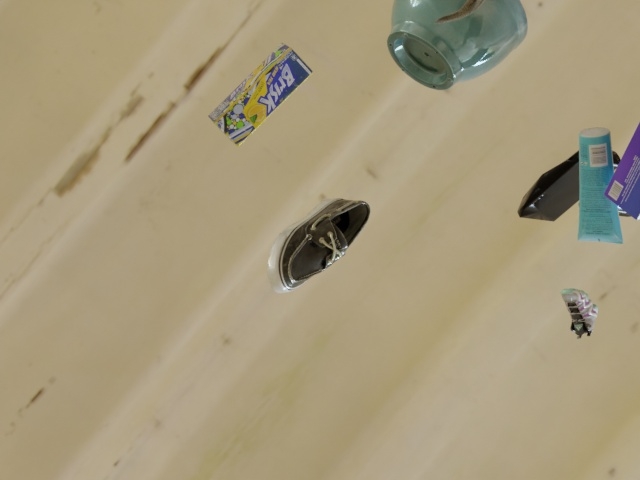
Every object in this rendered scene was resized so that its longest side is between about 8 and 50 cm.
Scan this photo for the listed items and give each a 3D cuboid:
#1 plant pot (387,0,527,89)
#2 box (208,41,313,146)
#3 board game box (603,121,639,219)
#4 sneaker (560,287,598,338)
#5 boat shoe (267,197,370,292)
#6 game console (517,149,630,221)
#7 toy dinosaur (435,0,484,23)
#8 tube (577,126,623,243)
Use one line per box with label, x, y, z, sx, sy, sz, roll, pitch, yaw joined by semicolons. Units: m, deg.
plant pot;0.264;-0.446;2.465;0.293;0.293;0.196;41;-109;-6
box;-0.095;-0.230;1.824;0.059;0.169;0.054;45;-178;-25
board game box;0.630;-0.213;1.903;0.233;0.347;0.078;-16;-132;-38
sneaker;0.404;0.120;1.812;0.098;0.038;0.069;33;-120;-40
boat shoe;0.000;0.000;1.662;0.219;0.070;0.077;-49;-54;-45
game console;0.601;-0.110;2.494;0.361;0.213;0.044;4;-126;-37
toy dinosaur;0.239;-0.367;1.335;0.121;0.314;0.160;50;-162;-22
tube;0.479;-0.090;2.005;0.052;0.080;0.207;-36;-55;-49
